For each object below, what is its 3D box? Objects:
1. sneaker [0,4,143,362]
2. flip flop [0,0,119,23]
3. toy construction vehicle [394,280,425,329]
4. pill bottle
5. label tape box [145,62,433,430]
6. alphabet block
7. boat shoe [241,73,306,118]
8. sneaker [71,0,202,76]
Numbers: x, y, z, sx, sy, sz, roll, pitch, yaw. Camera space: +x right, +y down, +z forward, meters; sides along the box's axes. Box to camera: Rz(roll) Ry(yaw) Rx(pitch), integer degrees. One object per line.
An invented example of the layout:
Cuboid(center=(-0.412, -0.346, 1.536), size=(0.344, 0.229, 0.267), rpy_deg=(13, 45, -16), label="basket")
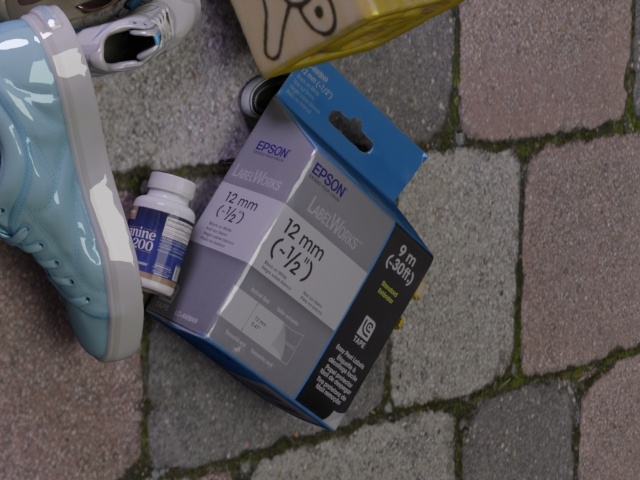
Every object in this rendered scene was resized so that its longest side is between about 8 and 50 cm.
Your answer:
Cuboid(center=(-0.275, -0.035, 1.667), size=(0.150, 0.135, 0.365), rpy_deg=(-20, 114, -19), label="sneaker")
Cuboid(center=(-0.210, -0.276, 1.702), size=(0.277, 0.080, 0.112), rpy_deg=(-36, 122, -42), label="flip flop")
Cuboid(center=(0.087, 0.049, 2.123), size=(0.098, 0.035, 0.086), rpy_deg=(55, 47, -40), label="toy construction vehicle")
Cuboid(center=(-0.168, -0.007, 1.807), size=(0.067, 0.067, 0.120), rpy_deg=(24, 79, -47), label="pill bottle")
Cuboid(center=(0.000, 0.000, 1.926), size=(0.249, 0.115, 0.347), rpy_deg=(41, 77, -43), label="label tape box")
Cuboid(center=(0.019, -0.303, 1.827), size=(0.193, 0.192, 0.197), rpy_deg=(-21, 89, -42), label="alphabet block")
Cuboid(center=(-0.028, -0.164, 1.951), size=(0.142, 0.040, 0.049), rpy_deg=(-16, 109, -45), label="boat shoe")
Cuboid(center=(-0.177, -0.204, 1.754), size=(0.191, 0.083, 0.071), rpy_deg=(-35, 119, -40), label="sneaker")
